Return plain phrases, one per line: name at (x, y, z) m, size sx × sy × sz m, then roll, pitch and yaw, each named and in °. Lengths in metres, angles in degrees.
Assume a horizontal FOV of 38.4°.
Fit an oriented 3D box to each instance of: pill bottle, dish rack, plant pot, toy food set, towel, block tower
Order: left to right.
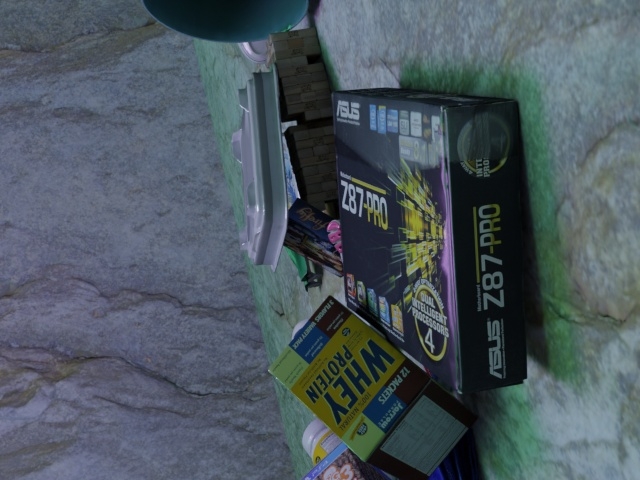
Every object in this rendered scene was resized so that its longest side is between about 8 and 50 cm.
plant pot at (-0.164, -0.525, 1.632) m, size 0.293 × 0.293 × 0.235 m, roll 114°, pitch 158°, yaw -72°
dish rack at (-0.117, -0.130, 1.710) m, size 0.285 × 0.072 × 0.333 m, roll 112°, pitch 154°, yaw -65°
block tower at (-0.020, -0.219, 1.718) m, size 0.091 × 0.097 × 0.336 m, roll 157°, pitch 102°, yaw -78°
toy food set at (0.021, -0.065, 1.862) m, size 0.083 × 0.020 × 0.083 m, roll -118°, pitch 18°, yaw -51°
pill bottle at (0.055, 0.462, 1.935) m, size 0.208 × 0.119 × 0.119 m, roll 35°, pitch 138°, yaw 52°
towel at (0.176, 0.371, 1.462) m, size 0.308 × 0.076 × 0.228 m, roll 150°, pitch 108°, yaw -78°

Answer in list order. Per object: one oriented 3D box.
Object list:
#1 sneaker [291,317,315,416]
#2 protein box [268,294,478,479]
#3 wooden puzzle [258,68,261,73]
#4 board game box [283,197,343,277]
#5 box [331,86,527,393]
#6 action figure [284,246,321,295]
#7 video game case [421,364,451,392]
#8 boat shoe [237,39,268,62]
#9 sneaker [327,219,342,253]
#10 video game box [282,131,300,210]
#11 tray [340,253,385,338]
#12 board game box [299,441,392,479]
sneaker at (0.022, 0.299, 2.017) m, size 0.321 × 0.126 × 0.127 m, roll 73°, pitch 180°, yaw -48°
protein box at (0.075, 0.212, 1.266) m, size 0.200 × 0.136 × 0.201 m, roll 38°, pitch 177°, yaw 35°
wooden puzzle at (-0.149, -0.402, 2.345) m, size 0.083 × 0.006 × 0.049 m, roll -115°, pitch 16°, yaw -46°
board game box at (0.000, 0.000, 1.720) m, size 0.042 × 0.165 × 0.243 m, roll -61°, pitch 4°, yaw -13°
box at (0.122, -0.025, 1.147) m, size 0.395 × 0.097 × 0.318 m, roll -145°, pitch 51°, yaw -69°
action figure at (-0.057, 0.003, 2.213) m, size 0.137 × 0.063 × 0.232 m, roll 96°, pitch 155°, yaw -63°
video game case at (0.156, 0.070, 1.350) m, size 0.285 × 0.025 × 0.204 m, roll 90°, pitch 162°, yaw -48°
boat shoe at (-0.144, -0.519, 1.992) m, size 0.088 × 0.096 × 0.268 m, roll -126°, pitch 34°, yaw -74°
sneaker at (0.088, 0.024, 1.553) m, size 0.170 × 0.074 × 0.063 m, roll 52°, pitch 144°, yaw 11°
video game box at (-0.058, -0.151, 2.089) m, size 0.205 × 0.048 × 0.187 m, roll -152°, pitch 53°, yaw -75°
tray at (0.089, 0.148, 1.659) m, size 0.270 × 0.030 × 0.145 m, roll 75°, pitch 173°, yaw -48°
board game box at (0.103, 0.525, 1.573) m, size 0.232 × 0.141 × 0.291 m, roll 45°, pitch -176°, yaw -27°
